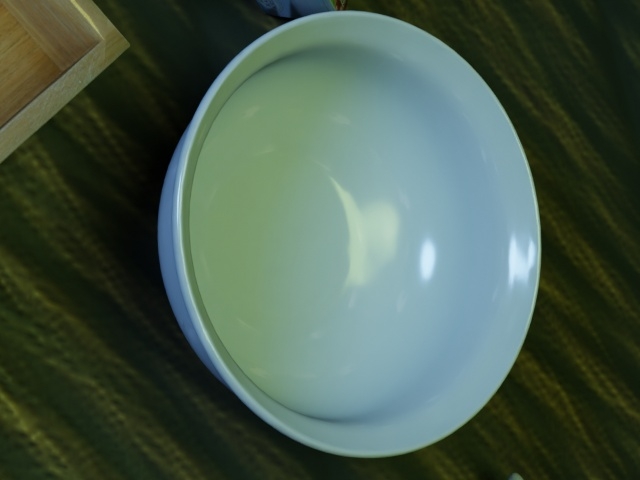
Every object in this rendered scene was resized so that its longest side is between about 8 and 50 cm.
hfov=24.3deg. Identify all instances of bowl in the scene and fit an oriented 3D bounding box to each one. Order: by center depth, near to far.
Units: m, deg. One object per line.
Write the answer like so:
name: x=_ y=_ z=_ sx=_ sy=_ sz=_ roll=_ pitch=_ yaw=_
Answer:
bowl: x=0.000 y=0.000 z=1.026 sx=0.297 sy=0.134 sz=0.298 roll=4 pitch=83 yaw=-34

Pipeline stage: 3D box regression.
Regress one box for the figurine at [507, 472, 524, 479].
figurine: x=0.135 y=0.311 z=1.124 sx=0.215 sy=0.092 sz=0.209 roll=-40 pitch=103 yaw=-31

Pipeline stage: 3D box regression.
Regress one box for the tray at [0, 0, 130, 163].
tray: x=-0.305 y=-0.057 z=0.781 sx=0.203 sy=0.076 sz=0.411 roll=49 pitch=54 yaw=-12

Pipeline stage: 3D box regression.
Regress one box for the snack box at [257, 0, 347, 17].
snack box: x=-0.011 y=-0.282 z=1.029 sx=0.174 sy=0.070 sz=0.207 roll=51 pitch=49 yaw=-67
